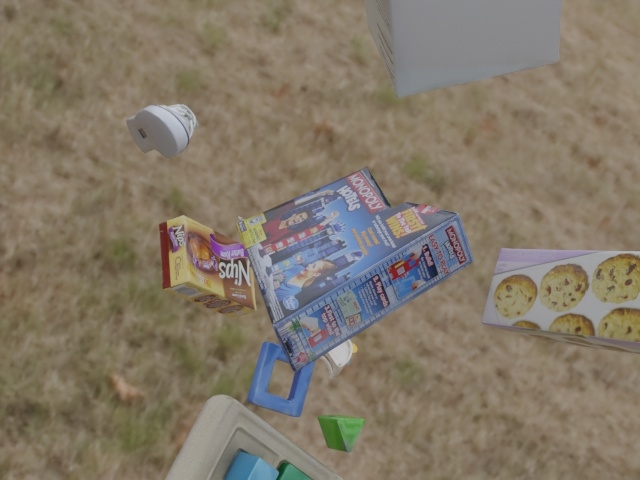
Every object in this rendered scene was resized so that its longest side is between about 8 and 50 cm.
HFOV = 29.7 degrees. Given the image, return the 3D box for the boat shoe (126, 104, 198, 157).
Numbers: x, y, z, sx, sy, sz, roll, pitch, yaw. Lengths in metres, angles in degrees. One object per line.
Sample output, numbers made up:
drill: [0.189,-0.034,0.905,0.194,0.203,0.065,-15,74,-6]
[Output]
boat shoe: [-0.098,-0.076,0.786,0.035,0.035,0.100,62,-17,-11]

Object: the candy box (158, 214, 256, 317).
candy box: [-0.170,0.043,1.840,0.187,0.053,0.109,29,49,-54]

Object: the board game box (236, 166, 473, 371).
board game box: [0.034,0.012,1.136,0.194,0.060,0.194,-22,32,-1]

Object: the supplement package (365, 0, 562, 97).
supplement package: [0.151,-0.297,1.319,0.194,0.203,0.149,-13,46,-5]

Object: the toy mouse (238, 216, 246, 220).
toy mouse: [0.000,0.000,1.515,0.161,0.143,0.031,56,24,-14]

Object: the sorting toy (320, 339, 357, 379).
sorting toy: [0.013,0.163,1.749,0.045,0.075,0.083,-19,61,-31]

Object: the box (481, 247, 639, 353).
box: [0.222,0.043,0.802,0.063,0.067,0.324,16,-5,-23]

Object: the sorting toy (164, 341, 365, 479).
sorting toy: [-0.064,0.268,1.126,0.196,0.347,0.047,41,-24,-32]
